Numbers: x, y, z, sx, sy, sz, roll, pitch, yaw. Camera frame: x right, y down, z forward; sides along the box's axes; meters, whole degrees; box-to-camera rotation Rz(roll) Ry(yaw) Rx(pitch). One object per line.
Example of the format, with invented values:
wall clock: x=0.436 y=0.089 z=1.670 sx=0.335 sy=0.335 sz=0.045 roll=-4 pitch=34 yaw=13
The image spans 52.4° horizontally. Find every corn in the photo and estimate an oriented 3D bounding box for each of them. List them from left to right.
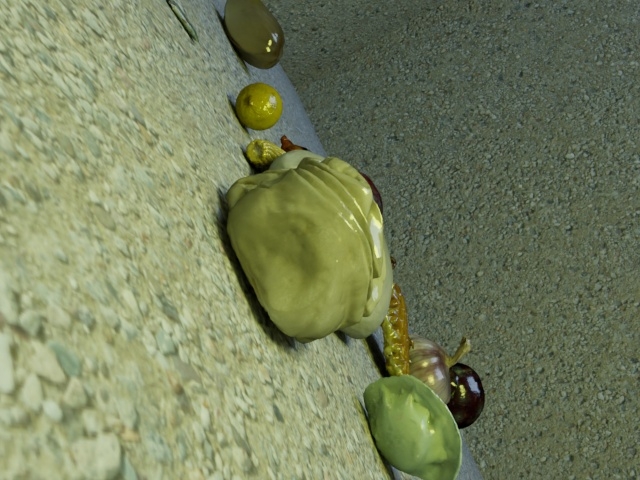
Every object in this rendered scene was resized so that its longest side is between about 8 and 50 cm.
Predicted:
corn: x=-0.107 y=-0.172 z=1.396 sx=0.067 sy=0.067 sz=0.206 roll=64 pitch=10 yaw=9

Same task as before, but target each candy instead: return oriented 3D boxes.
candy: x=0.027 y=-0.013 z=1.347 sx=0.427 sy=0.186 sz=0.386 roll=47 pitch=21 yaw=-54

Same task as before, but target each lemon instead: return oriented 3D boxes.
lemon: x=-0.140 y=-0.305 z=1.482 sx=0.109 sy=0.109 sz=0.133 roll=62 pitch=11 yaw=-7

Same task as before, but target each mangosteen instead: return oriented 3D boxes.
mangosteen: x=0.418 y=0.518 z=2.209 sx=0.289 sy=0.231 sz=0.231 roll=17 pitch=29 yaw=-21

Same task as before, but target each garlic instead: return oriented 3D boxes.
garlic: x=0.351 y=0.373 z=1.973 sx=0.245 sy=0.253 sz=0.245 roll=52 pitch=15 yaw=-19

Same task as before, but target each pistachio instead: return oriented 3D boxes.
pistachio: x=-0.225 y=-0.675 z=2.118 sx=0.288 sy=0.197 sz=0.166 roll=54 pitch=-41 yaw=25

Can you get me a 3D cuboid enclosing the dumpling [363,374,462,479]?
dumpling: x=0.155 y=0.338 z=1.144 sx=0.219 sy=0.108 sz=0.152 roll=40 pitch=-37 yaw=19

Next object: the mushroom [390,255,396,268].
mushroom: x=0.166 y=0.058 z=2.322 sx=0.194 sy=0.138 sz=0.231 roll=51 pitch=-8 yaw=18

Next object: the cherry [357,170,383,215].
cherry: x=0.093 y=-0.130 z=2.172 sx=0.300 sy=0.203 sz=0.230 roll=17 pitch=46 yaw=-61

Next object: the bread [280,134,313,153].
bread: x=-0.063 y=-0.205 z=1.793 sx=0.139 sy=0.095 sz=0.269 roll=62 pitch=-7 yaw=-22

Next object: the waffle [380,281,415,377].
waffle: x=0.204 y=0.259 z=1.741 sx=0.302 sy=0.068 sz=0.325 roll=49 pitch=38 yaw=-68

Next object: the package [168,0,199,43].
package: x=-0.289 y=-0.466 z=1.375 sx=0.110 sy=0.015 sz=0.037 roll=55 pitch=16 yaw=-41

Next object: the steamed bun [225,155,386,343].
steamed bun: x=-0.001 y=-0.003 z=0.963 sx=0.276 sy=0.203 sz=0.289 roll=64 pitch=6 yaw=13
